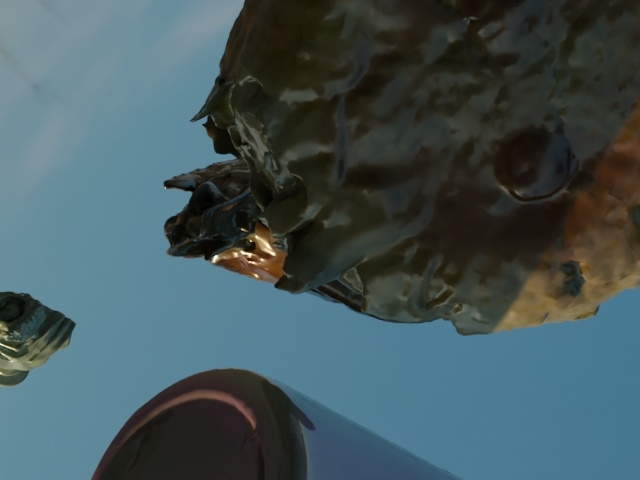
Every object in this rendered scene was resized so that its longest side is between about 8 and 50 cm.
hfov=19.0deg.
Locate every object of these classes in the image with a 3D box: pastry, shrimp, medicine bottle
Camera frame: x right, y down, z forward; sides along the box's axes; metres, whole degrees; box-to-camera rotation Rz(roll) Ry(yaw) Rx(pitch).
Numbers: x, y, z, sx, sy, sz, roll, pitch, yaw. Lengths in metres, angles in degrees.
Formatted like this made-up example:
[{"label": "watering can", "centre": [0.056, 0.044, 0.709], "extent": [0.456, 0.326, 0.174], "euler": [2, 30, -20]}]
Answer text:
[{"label": "pastry", "centre": [0.102, -0.094, 1.115], "extent": [0.329, 0.329, 0.136], "euler": [-46, -165, 6]}, {"label": "shrimp", "centre": [0.000, 0.000, 1.286], "extent": [0.077, 0.168, 0.317], "euler": [-56, 160, 23]}, {"label": "medicine bottle", "centre": [0.030, 0.253, 1.365], "extent": [0.219, 0.388, 0.219], "euler": [-25, -129, 34]}]

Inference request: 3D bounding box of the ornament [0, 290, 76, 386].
[{"label": "ornament", "centre": [-0.185, 0.055, 1.154], "extent": [0.068, 0.092, 0.041], "euler": [-3, -117, 13]}]
